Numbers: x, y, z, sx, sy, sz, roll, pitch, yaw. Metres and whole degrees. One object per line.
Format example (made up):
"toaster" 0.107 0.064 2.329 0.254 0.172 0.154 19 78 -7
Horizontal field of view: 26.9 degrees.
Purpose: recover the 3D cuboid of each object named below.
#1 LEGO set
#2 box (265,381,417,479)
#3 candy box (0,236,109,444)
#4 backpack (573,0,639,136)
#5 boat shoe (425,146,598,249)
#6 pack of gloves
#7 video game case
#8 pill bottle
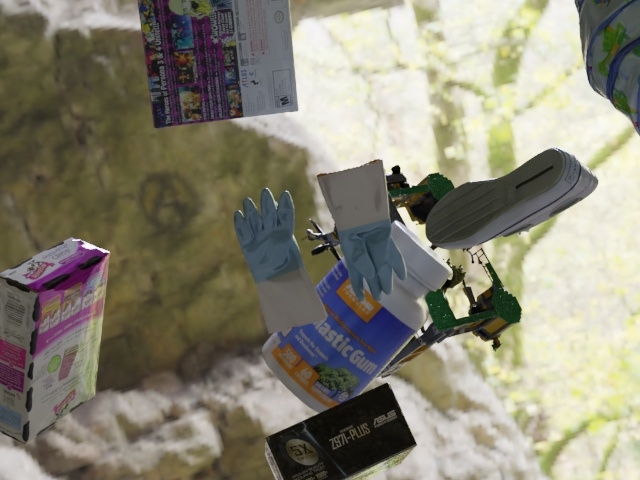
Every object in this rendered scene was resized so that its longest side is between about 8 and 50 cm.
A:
"LEGO set" 0.138 0.065 2.106 0.255 0.331 0.192 -22 -14 -47
"box" 0.019 0.234 1.491 0.147 0.078 0.180 -23 -13 -8
"candy box" -0.363 0.131 1.779 0.071 0.233 0.159 20 26 21
"backpack" 0.427 -0.235 1.296 0.355 0.273 0.290 5 -20 11
"boat shoe" 0.225 -0.034 1.570 0.075 0.083 0.226 25 -32 -34
"pack of gloves" 0.000 0.000 1.682 0.195 0.232 0.046 -16 41 -1
"video game case" -0.143 -0.281 1.860 0.210 0.232 0.042 -8 24 -7
"pill bottle" 0.057 0.107 1.902 0.272 0.152 0.152 -48 4 8
